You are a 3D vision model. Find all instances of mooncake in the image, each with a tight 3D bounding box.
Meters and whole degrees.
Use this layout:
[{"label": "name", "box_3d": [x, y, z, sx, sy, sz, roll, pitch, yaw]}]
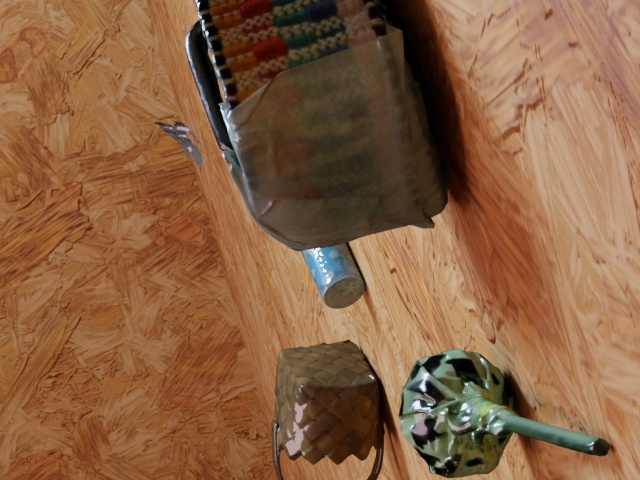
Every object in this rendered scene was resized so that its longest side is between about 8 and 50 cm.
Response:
[{"label": "mooncake", "box_3d": [-0.132, -0.225, 2.012, 0.150, 0.057, 0.347, 62, 147, 29]}]

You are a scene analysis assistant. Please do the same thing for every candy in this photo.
[{"label": "candy", "box_3d": [0.126, 0.127, 1.268, 0.305, 0.083, 0.091, -175, 69, -74]}]

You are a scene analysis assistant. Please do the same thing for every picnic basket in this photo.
[{"label": "picnic basket", "box_3d": [0.008, 0.212, 2.128, 0.138, 0.128, 0.178, -120, 24, -68]}]

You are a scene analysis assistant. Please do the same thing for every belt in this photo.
[{"label": "belt", "box_3d": [-0.008, -0.113, 1.340, 0.207, 0.150, 0.257, 66, -176, -65]}]

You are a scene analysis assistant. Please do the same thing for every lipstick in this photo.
[{"label": "lipstick", "box_3d": [0.000, 0.000, 1.994, 0.048, 0.048, 0.158, 80, 170, -48]}]

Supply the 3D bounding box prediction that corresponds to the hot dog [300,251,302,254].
[{"label": "hot dog", "box_3d": [-0.024, -0.016, 2.218, 0.090, 0.034, 0.030, 46, 148, 31]}]
